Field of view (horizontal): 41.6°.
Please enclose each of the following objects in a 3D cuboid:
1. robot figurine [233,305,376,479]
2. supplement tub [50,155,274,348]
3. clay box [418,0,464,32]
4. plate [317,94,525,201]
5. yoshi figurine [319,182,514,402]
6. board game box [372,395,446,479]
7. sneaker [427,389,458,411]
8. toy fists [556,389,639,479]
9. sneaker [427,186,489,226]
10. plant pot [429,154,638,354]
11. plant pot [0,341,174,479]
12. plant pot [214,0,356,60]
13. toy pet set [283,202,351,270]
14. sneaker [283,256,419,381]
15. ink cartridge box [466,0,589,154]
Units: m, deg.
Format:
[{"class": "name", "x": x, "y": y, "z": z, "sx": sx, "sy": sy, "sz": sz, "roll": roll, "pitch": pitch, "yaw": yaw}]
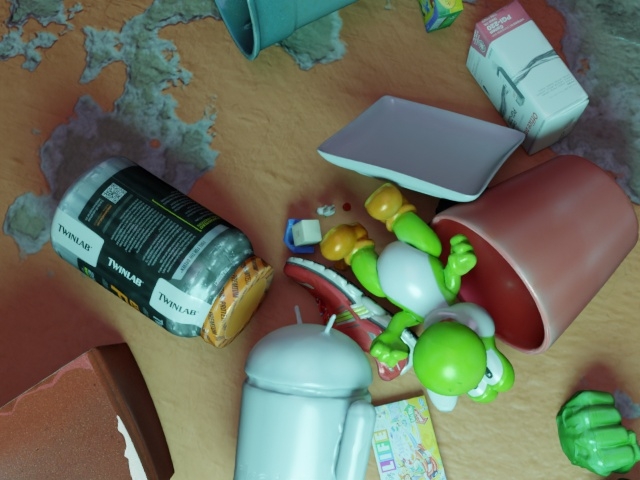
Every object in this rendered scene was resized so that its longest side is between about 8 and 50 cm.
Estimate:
[{"class": "robot figurine", "x": -0.025, "y": 0.282, "z": 1.298, "sx": 0.300, "sy": 0.200, "sz": 0.353, "roll": 4, "pitch": 89, "yaw": 48}, {"class": "supplement tub", "x": -0.260, "y": 0.023, "z": 1.407, "sx": 0.338, "sy": 0.207, "sz": 0.207, "roll": 32, "pitch": 80, "yaw": 13}, {"class": "clay box", "x": 0.195, "y": -0.503, "z": 1.525, "sx": 0.053, "sy": 0.127, "sz": 0.222, "roll": -17, "pitch": 91, "yaw": -3}, {"class": "plate", "x": 0.174, "y": -0.151, "z": 1.417, "sx": 0.278, "sy": 0.045, "sz": 0.277, "roll": 19, "pitch": 35, "yaw": 22}, {"class": "yoshi figurine", "x": 0.155, "y": 0.095, "z": 1.289, "sx": 0.203, "sy": 0.203, "sz": 0.362, "roll": -30, "pitch": 73, "yaw": -26}, {"class": "board game box", "x": 0.140, "y": 0.342, "z": 1.381, "sx": 0.104, "sy": 0.026, "sz": 0.154, "roll": -14, "pitch": 74, "yaw": 1}, {"class": "sneaker", "x": 0.203, "y": 0.207, "z": 1.396, "sx": 0.054, "sy": 0.061, "sz": 0.152, "roll": -1, "pitch": 76, "yaw": 2}, {"class": "toy fists", "x": 0.444, "y": 0.367, "z": 1.291, "sx": 0.096, "sy": 0.142, "sz": 0.279, "roll": -10, "pitch": 75, "yaw": 2}, {"class": "sneaker", "x": 0.231, "y": -0.084, "z": 1.480, "sx": 0.170, "sy": 0.051, "sz": 0.089, "roll": -36, "pitch": 75, "yaw": -10}, {"class": "plant pot", "x": 0.351, "y": 0.004, "z": 1.349, "sx": 0.243, "sy": 0.275, "sz": 0.275, "roll": -36, "pitch": 75, "yaw": -14}, {"class": "plant pot", "x": -0.375, "y": 0.333, "z": 1.316, "sx": 0.267, "sy": 0.267, "sz": 0.235, "roll": -34, "pitch": 86, "yaw": -5}, {"class": "plant pot", "x": -0.029, "y": -0.537, "z": 1.496, "sx": 0.334, "sy": 0.341, "sz": 0.341, "roll": -21, "pitch": 74, "yaw": -10}, {"class": "toy pet set", "x": 0.000, "y": 0.000, "z": 1.481, "sx": 0.114, "sy": 0.065, "sz": 0.122, "roll": -1, "pitch": 75, "yaw": -32}, {"class": "sneaker", "x": 0.035, "y": 0.130, "z": 1.411, "sx": 0.279, "sy": 0.107, "sz": 0.118, "roll": 38, "pitch": 89, "yaw": 15}, {"class": "ink cartridge box", "x": 0.354, "y": -0.279, "z": 1.465, "sx": 0.092, "sy": 0.158, "sz": 0.217, "roll": -31, "pitch": 74, "yaw": -6}]
